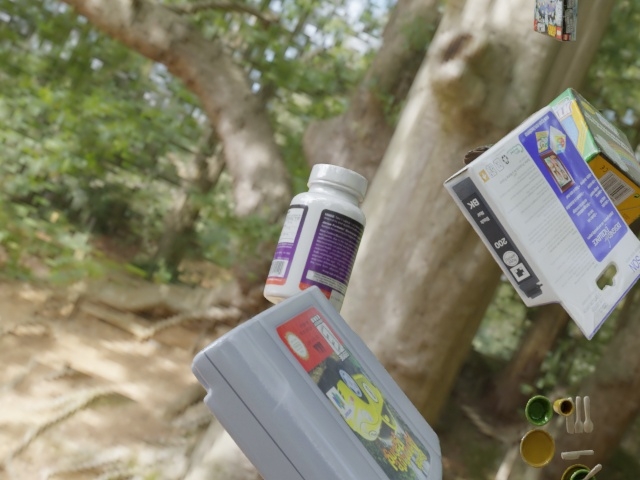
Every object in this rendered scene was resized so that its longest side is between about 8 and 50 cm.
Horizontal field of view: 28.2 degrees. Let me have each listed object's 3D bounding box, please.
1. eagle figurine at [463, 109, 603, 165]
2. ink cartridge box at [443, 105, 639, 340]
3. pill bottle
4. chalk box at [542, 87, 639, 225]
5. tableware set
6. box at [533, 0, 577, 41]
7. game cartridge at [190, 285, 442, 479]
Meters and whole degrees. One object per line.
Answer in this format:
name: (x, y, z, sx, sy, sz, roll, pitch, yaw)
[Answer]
eagle figurine: (0.383, -0.126, 2.131, 0.226, 0.225, 0.298, 24, 19, -18)
ink cartridge box: (0.241, -0.017, 1.319, 0.208, 0.045, 0.206, 55, 40, 0)
pill bottle: (0.000, 0.000, 1.727, 0.108, 0.194, 0.108, 17, -11, 3)
chalk box: (0.350, -0.108, 1.766, 0.132, 0.132, 0.213, 35, 26, -27)
tableware set: (0.296, 0.267, 1.568, 0.104, 0.154, 0.024, -1, -2, -18)
box: (0.388, -0.384, 2.106, 0.027, 0.094, 0.137, -4, 17, -10)
game cartridge: (0.012, 0.135, 0.973, 0.196, 0.060, 0.294, 55, 12, 2)
